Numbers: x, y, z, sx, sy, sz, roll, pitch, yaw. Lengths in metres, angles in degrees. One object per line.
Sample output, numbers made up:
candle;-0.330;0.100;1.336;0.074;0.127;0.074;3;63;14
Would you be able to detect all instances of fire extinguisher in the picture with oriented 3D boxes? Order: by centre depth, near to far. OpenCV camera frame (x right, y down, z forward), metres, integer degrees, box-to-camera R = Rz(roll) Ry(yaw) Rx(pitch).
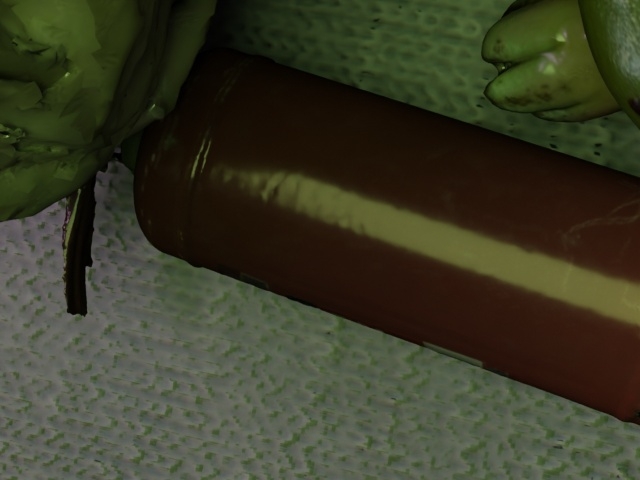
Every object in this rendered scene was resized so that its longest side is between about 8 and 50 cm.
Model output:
fire extinguisher;0.000;0.000;0.590;0.337;0.106;0.147;19;96;14

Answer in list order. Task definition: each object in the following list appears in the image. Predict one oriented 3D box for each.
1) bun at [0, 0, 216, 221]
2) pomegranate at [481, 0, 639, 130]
bun;-0.137;-0.160;0.479;0.234;0.362;0.326;28;142;7
pomegranate;0.175;-0.103;0.509;0.248;0.202;0.202;-14;90;46
